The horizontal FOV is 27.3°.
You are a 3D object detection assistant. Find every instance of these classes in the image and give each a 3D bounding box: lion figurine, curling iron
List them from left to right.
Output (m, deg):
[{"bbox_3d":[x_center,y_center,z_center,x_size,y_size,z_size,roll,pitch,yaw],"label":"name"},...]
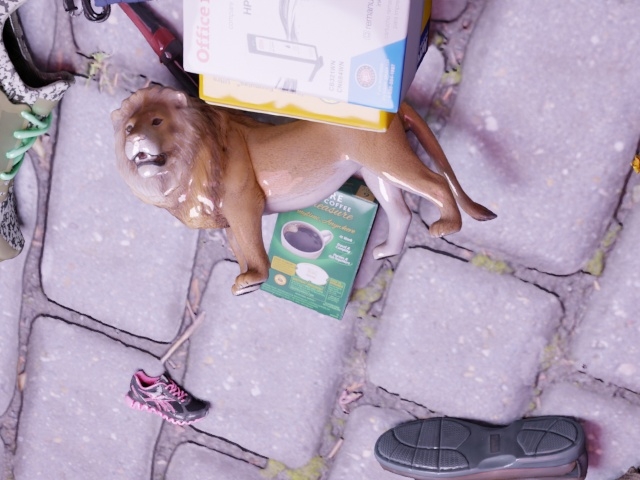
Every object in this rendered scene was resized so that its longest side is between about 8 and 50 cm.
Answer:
[{"bbox_3d":[-0.185,-0.209,1.482,0.274,0.035,0.068,42,89,-15],"label":"curling iron"},{"bbox_3d":[-0.021,-0.083,1.441,0.392,0.142,0.240,-13,83,-4],"label":"lion figurine"}]

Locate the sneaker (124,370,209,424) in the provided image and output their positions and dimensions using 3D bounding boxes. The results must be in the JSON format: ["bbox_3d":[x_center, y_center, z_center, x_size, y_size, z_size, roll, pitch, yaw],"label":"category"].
[{"bbox_3d":[-0.206,0.209,1.775,0.119,0.047,0.057,14,115,9],"label":"sneaker"}]

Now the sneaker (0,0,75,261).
[{"bbox_3d":[-0.376,-0.144,1.546,0.182,0.158,0.410,-4,128,1],"label":"sneaker"}]

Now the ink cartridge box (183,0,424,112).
[{"bbox_3d":[-0.015,-0.209,1.151,0.203,0.086,0.148,11,126,11],"label":"ink cartridge box"}]

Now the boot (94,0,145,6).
[{"bbox_3d":[-0.214,-0.334,1.378,0.086,0.069,0.190,-11,122,-5],"label":"boot"}]

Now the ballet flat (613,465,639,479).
[{"bbox_3d":[0.343,0.337,1.660,0.084,0.058,0.250,16,143,-37],"label":"ballet flat"}]

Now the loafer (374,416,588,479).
[{"bbox_3d":[0.201,0.279,1.646,0.267,0.096,0.084,-5,126,20],"label":"loafer"}]

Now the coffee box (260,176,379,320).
[{"bbox_3d":[0.000,0.000,1.558,0.113,0.040,0.184,20,127,8],"label":"coffee box"}]

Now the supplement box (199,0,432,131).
[{"bbox_3d":[0.004,-0.313,1.252,0.195,0.194,0.356,11,126,12],"label":"supplement box"}]

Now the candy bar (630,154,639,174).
[{"bbox_3d":[0.403,-0.096,1.366,0.161,0.018,0.040,-19,114,28],"label":"candy bar"}]
